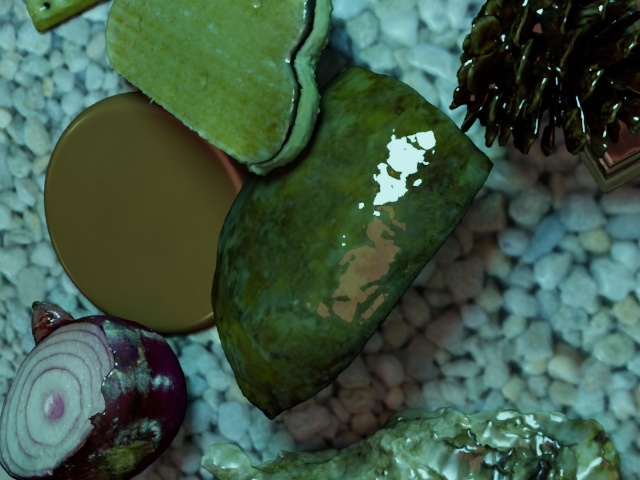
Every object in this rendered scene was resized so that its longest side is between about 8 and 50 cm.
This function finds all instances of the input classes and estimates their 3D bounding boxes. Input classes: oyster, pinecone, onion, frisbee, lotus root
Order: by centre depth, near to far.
[{"bbox_3d":[0.192,-0.136,0.955,0.165,0.163,0.163,19,112,1],"label":"pinecone"},{"bbox_3d":[-0.005,-0.004,1.076,0.142,0.210,0.314,33,104,-15],"label":"lotus root"},{"bbox_3d":[0.089,0.270,1.158,0.396,0.111,0.204,-7,105,20],"label":"oyster"},{"bbox_3d":[-0.170,-0.023,1.229,0.251,0.021,0.250,7,108,22],"label":"frisbee"},{"bbox_3d":[-0.234,0.146,1.247,0.195,0.140,0.218,-53,46,19],"label":"onion"}]

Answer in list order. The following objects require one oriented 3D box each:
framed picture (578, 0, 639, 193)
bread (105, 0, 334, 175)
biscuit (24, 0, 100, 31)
[{"bbox_3d":[0.291,-0.189,0.991,0.273,0.016,0.216,-31,92,27],"label":"framed picture"},{"bbox_3d":[-0.079,-0.190,1.079,0.286,0.056,0.207,41,111,36],"label":"bread"},{"bbox_3d":[-0.269,-0.331,1.185,0.139,0.016,0.231,-20,96,27],"label":"biscuit"}]
